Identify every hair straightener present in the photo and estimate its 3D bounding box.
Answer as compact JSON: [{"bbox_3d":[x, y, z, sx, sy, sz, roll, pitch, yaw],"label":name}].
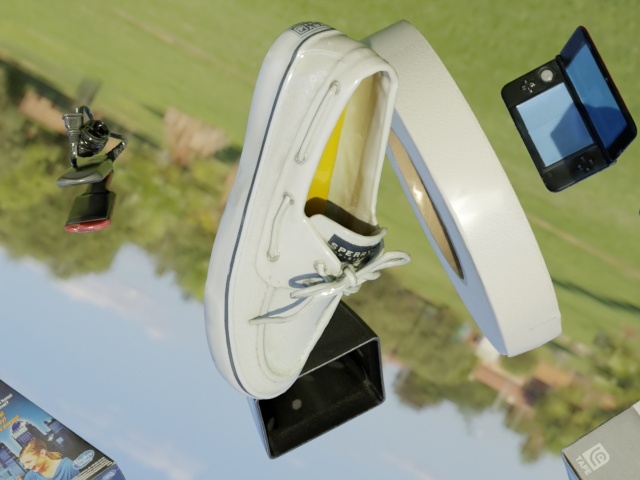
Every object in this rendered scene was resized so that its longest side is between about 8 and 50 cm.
[{"bbox_3d":[-0.199,-0.078,1.433,0.047,0.089,0.230,-7,-164,5],"label":"hair straightener"}]

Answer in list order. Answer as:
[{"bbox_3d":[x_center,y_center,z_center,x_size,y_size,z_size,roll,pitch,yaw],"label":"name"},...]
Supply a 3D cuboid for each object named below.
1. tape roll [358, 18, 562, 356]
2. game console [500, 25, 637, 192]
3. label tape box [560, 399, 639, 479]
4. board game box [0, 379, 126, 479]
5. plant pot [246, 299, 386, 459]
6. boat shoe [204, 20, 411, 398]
[{"bbox_3d":[0.146,-0.056,1.779,0.392,0.072,0.392,64,178,3],"label":"tape roll"},{"bbox_3d":[0.276,-0.145,1.803,0.144,0.124,0.085,66,-167,16],"label":"game console"},{"bbox_3d":[0.422,0.210,1.640,0.106,0.334,0.240,56,175,33],"label":"label tape box"},{"bbox_3d":[-0.307,0.208,1.459,0.194,0.194,0.060,45,162,35],"label":"board game box"},{"bbox_3d":[-0.033,0.159,2.231,0.167,0.188,0.187,58,167,31],"label":"plant pot"},{"bbox_3d":[0.007,-0.002,1.456,0.136,0.367,0.156,-5,-154,-45],"label":"boat shoe"}]
